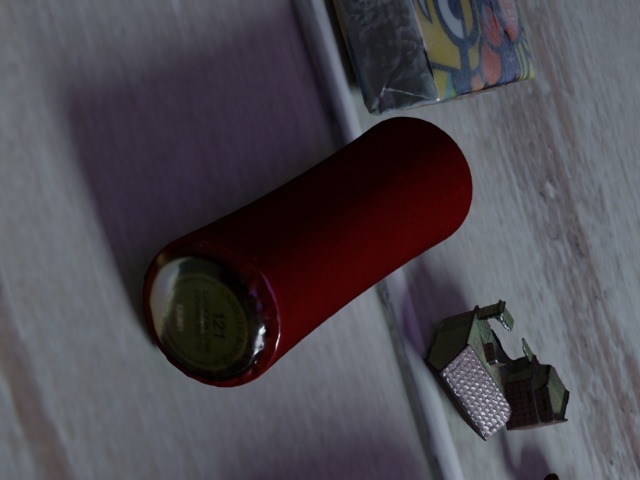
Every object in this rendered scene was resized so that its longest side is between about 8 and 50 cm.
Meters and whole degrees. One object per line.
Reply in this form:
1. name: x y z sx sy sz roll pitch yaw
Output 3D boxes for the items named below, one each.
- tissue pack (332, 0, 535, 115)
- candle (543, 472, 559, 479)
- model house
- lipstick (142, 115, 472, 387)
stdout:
1. tissue pack: 0.068 -0.138 1.160 0.148 0.060 0.109 -18 92 -59
2. candle: 0.226 0.277 1.231 0.051 0.048 0.329 -52 121 -36
3. model house: 0.105 0.087 1.123 0.083 0.057 0.058 58 31 -26
4. lipstick: 0.000 0.000 0.983 0.241 0.080 0.080 -32 103 -57
